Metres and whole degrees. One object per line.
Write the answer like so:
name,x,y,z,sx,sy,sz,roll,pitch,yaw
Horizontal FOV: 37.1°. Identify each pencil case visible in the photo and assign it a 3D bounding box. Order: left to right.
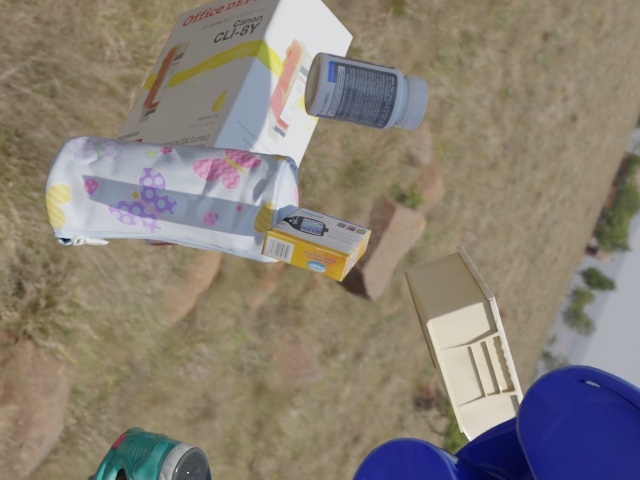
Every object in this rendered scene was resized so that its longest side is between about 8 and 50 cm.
pencil case,-0.158,-0.045,1.034,0.114,0.273,0.124,85,12,-50

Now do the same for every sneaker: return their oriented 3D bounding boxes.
sneaker,-0.259,0.388,1.430,0.124,0.178,0.296,-45,146,-44

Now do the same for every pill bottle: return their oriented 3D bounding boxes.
pill bottle,0.055,-0.177,1.152,0.078,0.137,0.078,-171,-90,-75

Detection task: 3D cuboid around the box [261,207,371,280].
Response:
box,0.000,0.000,0.936,0.136,0.081,0.028,-39,146,-73

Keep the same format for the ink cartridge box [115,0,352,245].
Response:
ink cartridge box,-0.153,-0.197,1.474,0.160,0.279,0.385,42,57,-36

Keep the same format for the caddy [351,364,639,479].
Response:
caddy,0.154,0.242,0.543,0.179,0.241,0.341,48,21,-49

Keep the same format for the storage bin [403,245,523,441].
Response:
storage bin,0.259,0.186,1.718,0.262,0.123,0.261,-104,174,-71
